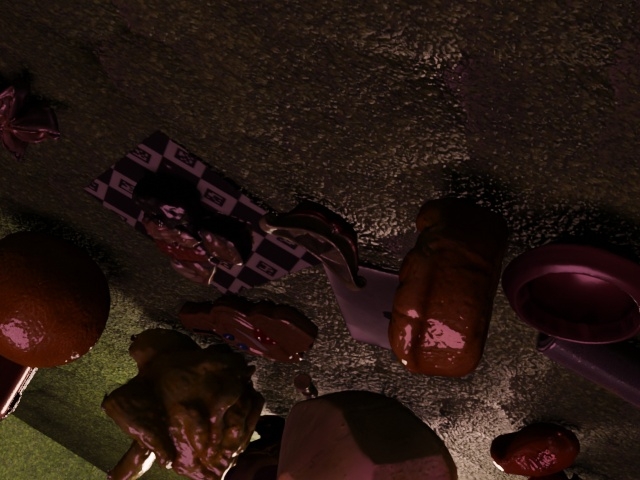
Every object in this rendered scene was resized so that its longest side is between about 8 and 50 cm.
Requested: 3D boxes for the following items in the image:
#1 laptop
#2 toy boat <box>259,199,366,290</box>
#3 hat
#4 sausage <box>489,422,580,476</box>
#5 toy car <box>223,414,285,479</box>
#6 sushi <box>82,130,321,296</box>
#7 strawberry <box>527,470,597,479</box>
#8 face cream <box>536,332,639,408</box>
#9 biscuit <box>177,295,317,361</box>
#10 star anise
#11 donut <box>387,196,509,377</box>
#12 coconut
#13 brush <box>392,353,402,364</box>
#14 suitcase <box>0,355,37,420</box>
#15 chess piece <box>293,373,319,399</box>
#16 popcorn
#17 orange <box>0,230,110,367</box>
[{"bbox_3d":[0.112,0.112,1.679,0.188,0.015,0.269,13,152,22],"label":"laptop"},{"bbox_3d":[0.000,-0.001,1.503,0.185,0.071,0.089,35,153,-21],"label":"toy boat"},{"bbox_3d":[0.321,0.049,1.304,0.205,0.089,0.205,15,149,9],"label":"hat"},{"bbox_3d":[0.365,0.360,1.841,0.089,0.089,0.179,36,149,-22],"label":"sausage"},{"bbox_3d":[-0.090,0.525,2.285,0.240,0.271,0.341,5,-171,40],"label":"toy car"},{"bbox_3d":[-0.205,-0.003,1.661,0.320,0.069,0.339,39,151,-19],"label":"sushi"},{"bbox_3d":[0.441,0.514,1.939,0.187,0.201,0.184,47,137,-12],"label":"strawberry"},{"bbox_3d":[0.431,0.186,1.475,0.283,0.073,0.073,29,154,-8],"label":"face cream"},{"bbox_3d":[-0.136,0.161,1.954,0.320,0.047,0.183,9,147,32],"label":"biscuit"},{"bbox_3d":[-0.465,-0.196,1.562,0.172,0.063,0.208,40,153,-20],"label":"star anise"},{"bbox_3d":[0.158,0.059,1.315,0.114,0.226,0.226,12,152,11],"label":"donut"},{"bbox_3d":[0.066,0.444,2.015,0.353,0.352,0.352,20,153,10],"label":"coconut"},{"bbox_3d":[0.148,0.202,1.793,0.021,0.018,0.083,21,177,43],"label":"brush"},{"bbox_3d":[-0.694,0.212,2.240,0.236,0.297,0.161,30,161,-9],"label":"suitcase"},{"bbox_3d":[-0.023,0.296,2.116,0.035,0.035,0.092,12,154,25],"label":"chess piece"},{"bbox_3d":[-0.271,0.340,2.089,0.290,0.321,0.326,7,167,32],"label":"popcorn"},{"bbox_3d":[-0.520,0.104,1.968,0.264,0.264,0.264,20,153,10],"label":"orange"}]
